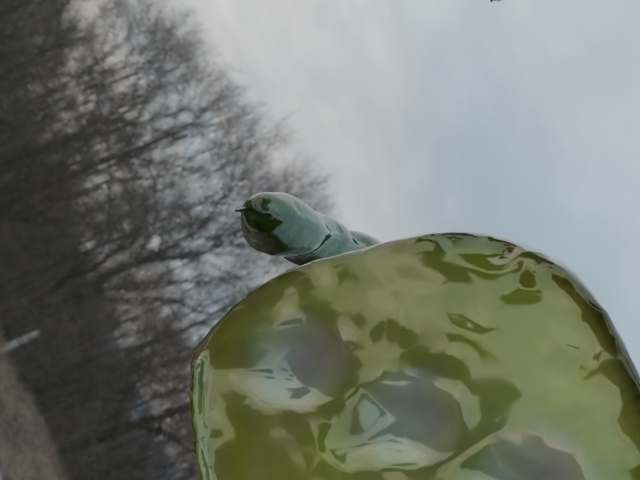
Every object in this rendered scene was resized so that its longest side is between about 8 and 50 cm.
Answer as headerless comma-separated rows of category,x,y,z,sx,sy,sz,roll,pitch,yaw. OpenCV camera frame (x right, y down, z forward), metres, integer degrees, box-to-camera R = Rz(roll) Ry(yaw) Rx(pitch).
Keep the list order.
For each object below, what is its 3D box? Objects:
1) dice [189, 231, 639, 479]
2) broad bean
dice,0.062,0.154,0.587,0.227,0.238,0.233,78,-2,-51
broad bean,-0.004,0.000,0.801,0.254,0.065,0.047,21,75,-61
